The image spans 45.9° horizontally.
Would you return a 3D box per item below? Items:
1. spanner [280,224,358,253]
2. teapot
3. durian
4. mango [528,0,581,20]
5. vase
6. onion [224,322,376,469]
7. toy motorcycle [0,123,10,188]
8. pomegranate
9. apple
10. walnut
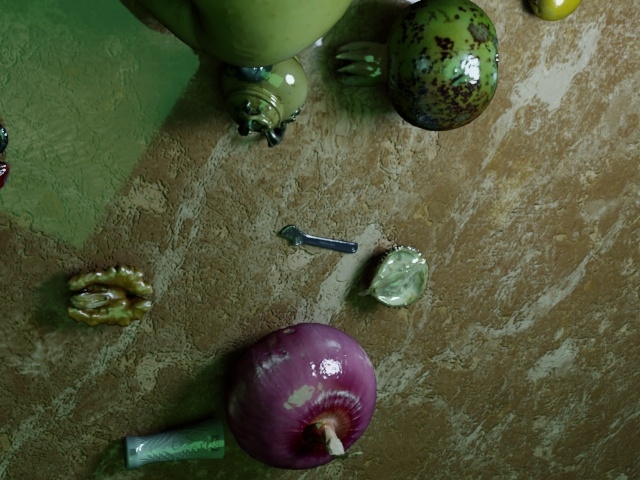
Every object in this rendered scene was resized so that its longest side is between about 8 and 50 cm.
[{"bbox_3d":[0.000,0.000,1.740,0.209,0.012,0.046,11,104,-29],"label":"spanner"},{"bbox_3d":[-0.115,-0.273,1.471,0.269,0.173,0.182,73,29,-56],"label":"teapot"},{"bbox_3d":[0.168,0.086,1.813,0.189,0.091,0.148,-28,107,-10],"label":"durian"},{"bbox_3d":[0.545,-0.597,1.719,0.137,0.098,0.195,23,91,-29],"label":"mango"},{"bbox_3d":[-0.335,0.467,1.720,0.220,0.096,0.096,-4,112,-21],"label":"vase"},{"bbox_3d":[-0.043,0.378,1.708,0.359,0.344,0.358,0,139,0],"label":"onion"},{"bbox_3d":[-0.646,-0.129,1.337,0.213,0.082,0.122,-21,108,-7],"label":"toy motorcycle"},{"bbox_3d":[0.197,-0.361,1.572,0.341,0.285,0.284,1,114,10],"label":"pomegranate"},{"bbox_3d":[-0.126,-0.528,1.225,0.474,0.473,0.473,-10,114,-22],"label":"apple"},{"bbox_3d":[-0.431,0.107,1.540,0.170,0.069,0.142,3,110,-25],"label":"walnut"}]
